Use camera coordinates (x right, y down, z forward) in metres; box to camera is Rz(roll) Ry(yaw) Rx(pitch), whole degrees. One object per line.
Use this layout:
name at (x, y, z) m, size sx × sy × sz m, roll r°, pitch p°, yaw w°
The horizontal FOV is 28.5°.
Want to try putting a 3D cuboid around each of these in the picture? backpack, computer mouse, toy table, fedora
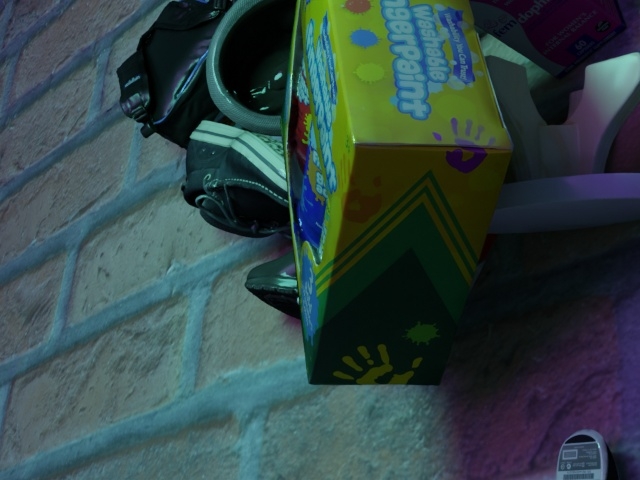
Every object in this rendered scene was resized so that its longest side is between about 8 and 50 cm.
backpack at (-0.214, -0.293, 2.160) m, size 0.276 × 0.213 × 0.263 m, roll -51°, pitch 38°, yaw 2°
computer mouse at (0.274, 0.287, 1.267) m, size 0.106 × 0.042 × 0.193 m, roll -16°, pitch 62°, yaw 54°
toy table at (0.258, -0.101, 1.386) m, size 0.274 × 0.252 × 0.160 m, roll -7°, pitch 79°, yaw 33°
fedora at (-0.039, -0.275, 1.944) m, size 0.275 × 0.124 × 0.243 m, roll -43°, pitch 79°, yaw -2°

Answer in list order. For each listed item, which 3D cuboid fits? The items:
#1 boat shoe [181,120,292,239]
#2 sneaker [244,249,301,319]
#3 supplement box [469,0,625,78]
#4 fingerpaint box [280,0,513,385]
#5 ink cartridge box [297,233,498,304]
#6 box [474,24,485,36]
boat shoe at (-0.087, -0.077, 1.863) m, size 0.500 × 0.187 × 0.156 m, roll 22°, pitch 93°, yaw 65°
sneaker at (0.013, 0.038, 1.745) m, size 0.286 × 0.109 × 0.130 m, roll -6°, pitch 58°, yaw 42°
supplement box at (0.247, -0.308, 1.522) m, size 0.111 × 0.220 × 0.114 m, roll -39°, pitch 41°, yaw 34°
fingerpaint box at (0.058, -0.122, 1.416) m, size 0.371 × 0.163 × 0.444 m, roll 100°, pitch 167°, yaw -47°
ink cartridge box at (0.105, 0.018, 1.571) m, size 0.189 × 0.066 × 0.232 m, roll 22°, pitch 82°, yaw 33°
box at (0.198, -0.385, 1.789) m, size 0.183 × 0.056 × 0.231 m, roll -23°, pitch 52°, yaw 46°
